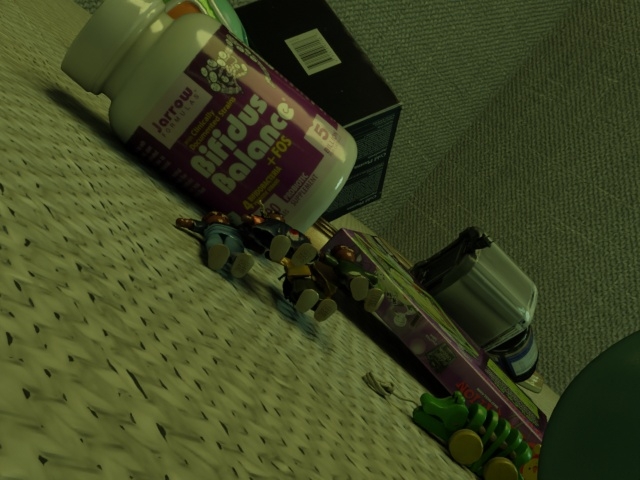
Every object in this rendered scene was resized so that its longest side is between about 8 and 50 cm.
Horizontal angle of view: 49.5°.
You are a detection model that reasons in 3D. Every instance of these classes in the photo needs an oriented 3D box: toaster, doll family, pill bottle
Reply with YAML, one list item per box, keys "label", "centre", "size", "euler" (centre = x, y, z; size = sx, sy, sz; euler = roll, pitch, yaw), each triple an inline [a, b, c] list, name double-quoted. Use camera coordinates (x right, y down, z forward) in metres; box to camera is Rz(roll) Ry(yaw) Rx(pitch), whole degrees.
- label: "toaster"
  centre: [0.224, 0.083, 1.057]
  size: [0.146, 0.227, 0.129]
  euler: [41, 42, -10]
- label: "doll family"
  centre: [-0.035, 0.013, 0.629]
  size: [0.193, 0.076, 0.111]
  euler: [34, 12, -24]
- label: "pill bottle"
  centre: [-0.120, -0.138, 0.764]
  size: [0.301, 0.169, 0.169]
  euler: [38, 6, -17]
- label: "pill bottle"
  centre: [0.423, 0.238, 1.560]
  size: [0.123, 0.123, 0.219]
  euler: [44, -6, 39]

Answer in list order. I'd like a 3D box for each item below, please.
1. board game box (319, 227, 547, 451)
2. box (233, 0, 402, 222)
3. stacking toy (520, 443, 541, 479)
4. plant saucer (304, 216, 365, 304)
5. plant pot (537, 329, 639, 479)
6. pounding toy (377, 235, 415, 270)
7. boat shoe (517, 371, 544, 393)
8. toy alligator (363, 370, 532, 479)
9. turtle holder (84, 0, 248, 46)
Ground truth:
- label: "board game box"
  centre: [0.153, 0.126, 0.889]
  size: [0.347, 0.056, 0.208]
  euler: [48, 6, 13]
- label: "box"
  centre: [-0.019, -0.256, 1.366]
  size: [0.343, 0.179, 0.312]
  euler: [58, -16, 24]
- label: "stacking toy"
  centre: [0.328, 0.262, 0.666]
  size: [0.167, 0.052, 0.221]
  euler: [37, -28, -29]
- label: "plant saucer"
  centre: [0.000, 0.000, 1.120]
  size: [0.311, 0.050, 0.310]
  euler: [38, 6, -5]
- label: "plant pot"
  centre: [0.274, 0.171, 0.420]
  size: [0.293, 0.293, 0.235]
  euler: [39, -10, -12]
- label: "pounding toy"
  centre: [0.209, 0.080, 1.301]
  size: [0.269, 0.155, 0.154]
  euler: [39, 10, -9]
- label: "boat shoe"
  centre: [0.438, 0.245, 1.758]
  size: [0.341, 0.110, 0.122]
  euler: [42, 6, 21]
- label: "toy alligator"
  centre: [0.126, 0.161, 0.613]
  size: [0.190, 0.051, 0.056]
  euler: [39, 5, -4]
- label: "turtle holder"
  centre: [-0.245, -0.325, 1.236]
  size: [0.227, 0.243, 0.320]
  euler: [40, -22, 1]
